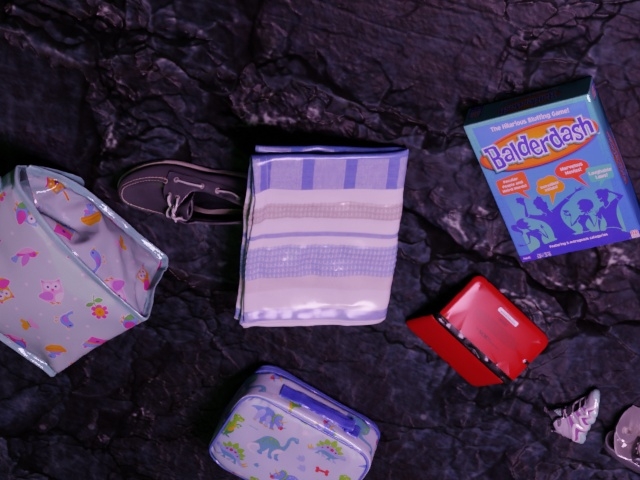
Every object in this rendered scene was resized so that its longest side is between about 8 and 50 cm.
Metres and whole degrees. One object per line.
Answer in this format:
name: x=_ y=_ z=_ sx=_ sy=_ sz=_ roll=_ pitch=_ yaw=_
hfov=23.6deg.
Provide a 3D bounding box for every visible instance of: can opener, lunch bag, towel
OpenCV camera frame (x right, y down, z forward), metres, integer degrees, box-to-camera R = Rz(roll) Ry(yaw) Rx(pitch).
can opener: x=0.526 y=0.305 z=2.082 sx=0.283 sy=0.076 sz=0.095 roll=20 pitch=160 yaw=1
lunch bag: x=-0.035 y=0.287 z=2.205 sx=0.219 sy=0.090 sz=0.176 roll=28 pitch=129 yaw=-5
towel: x=0.000 y=0.000 z=1.982 sx=0.209 sy=0.034 sz=0.285 roll=0 pitch=127 yaw=-9
lunch bag: x=-0.378 y=0.029 z=2.076 sx=0.223 sy=0.160 sz=0.262 roll=-32 pitch=117 yaw=33

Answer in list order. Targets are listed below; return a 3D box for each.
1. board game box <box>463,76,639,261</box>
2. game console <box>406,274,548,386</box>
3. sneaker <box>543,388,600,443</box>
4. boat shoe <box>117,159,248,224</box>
board game box: x=0.287 y=-0.083 z=1.867 sx=0.160 sy=0.047 sz=0.210 roll=-14 pitch=119 yaw=25
game console: x=0.210 y=0.122 z=2.062 sx=0.144 sy=0.085 sz=0.124 roll=42 pitch=94 yaw=-16
sneaker: x=0.339 y=0.234 z=2.089 sx=0.069 sy=0.038 sz=0.098 roll=17 pitch=128 yaw=3
boat shoe: x=-0.176 y=-0.057 z=2.010 sx=0.206 sy=0.065 sz=0.075 roll=4 pitch=125 yaw=13
